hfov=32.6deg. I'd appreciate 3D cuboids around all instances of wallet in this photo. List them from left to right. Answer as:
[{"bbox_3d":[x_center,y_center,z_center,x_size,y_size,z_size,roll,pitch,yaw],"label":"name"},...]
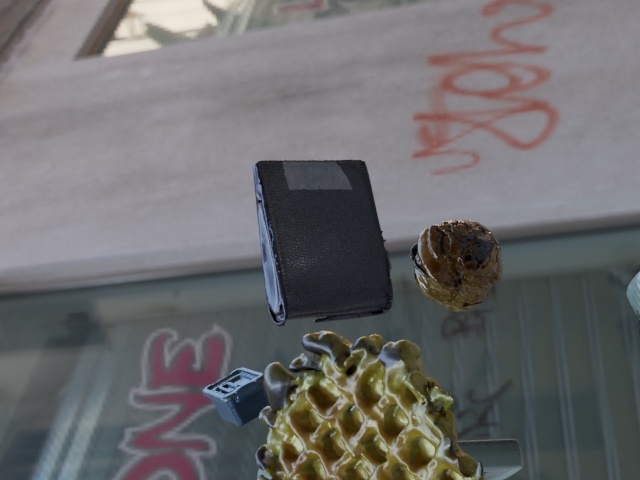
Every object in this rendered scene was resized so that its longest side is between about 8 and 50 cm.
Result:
[{"bbox_3d":[0.000,0.000,1.756,0.220,0.071,0.262,-4,-98,-33],"label":"wallet"}]

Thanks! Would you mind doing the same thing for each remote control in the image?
[{"bbox_3d":[0.090,0.307,1.460,0.145,0.343,0.050,126,141,-60],"label":"remote control"}]

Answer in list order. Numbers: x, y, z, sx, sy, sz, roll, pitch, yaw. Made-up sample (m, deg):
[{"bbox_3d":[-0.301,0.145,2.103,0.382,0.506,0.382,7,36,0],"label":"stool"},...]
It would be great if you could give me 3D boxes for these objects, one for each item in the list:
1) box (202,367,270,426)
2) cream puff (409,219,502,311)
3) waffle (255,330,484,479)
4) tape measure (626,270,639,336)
[{"bbox_3d":[-0.116,0.225,1.566,0.099,0.074,0.054,2,116,64],"label":"box"},{"bbox_3d":[0.186,0.025,1.455,0.133,0.119,0.104,-35,-19,-31],"label":"cream puff"},{"bbox_3d":[0.050,0.239,1.124,0.062,0.329,0.329,-3,-94,-47],"label":"waffle"},{"bbox_3d":[0.444,0.045,1.130,0.115,0.235,0.207,62,144,26],"label":"tape measure"}]
